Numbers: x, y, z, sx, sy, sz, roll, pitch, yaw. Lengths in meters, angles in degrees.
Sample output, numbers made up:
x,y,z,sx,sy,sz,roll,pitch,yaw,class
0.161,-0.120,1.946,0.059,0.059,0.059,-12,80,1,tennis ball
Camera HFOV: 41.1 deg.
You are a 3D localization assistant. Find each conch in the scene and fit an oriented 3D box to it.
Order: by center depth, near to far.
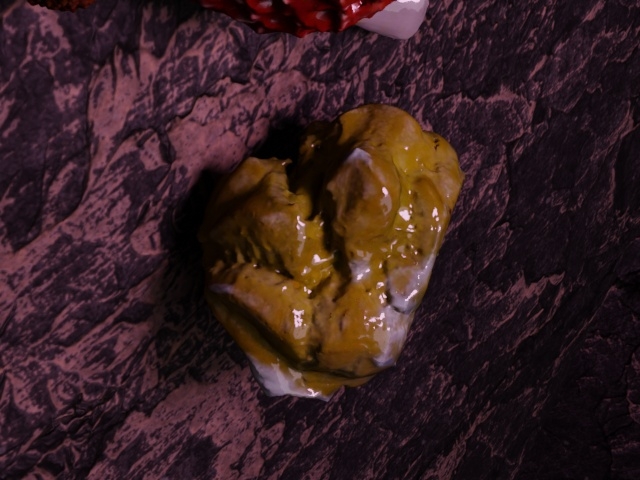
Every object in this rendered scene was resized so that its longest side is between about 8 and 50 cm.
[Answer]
x,y,z,sx,sy,sz,roll,pitch,yaw,class
0.065,-0.302,1.036,0.176,0.094,0.104,4,130,-24,conch

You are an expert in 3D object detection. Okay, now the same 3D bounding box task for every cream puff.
x,y,z,sx,sy,sz,roll,pitch,yaw,class
0.000,0.000,1.033,0.378,0.275,0.379,23,90,-85,cream puff

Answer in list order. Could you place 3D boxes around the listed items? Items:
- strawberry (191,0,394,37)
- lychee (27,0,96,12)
x,y,z,sx,sy,sz,roll,pitch,yaw,class
0.033,-0.307,0.729,0.317,0.345,0.295,-27,134,-38,strawberry
-0.204,-0.245,0.676,0.123,0.123,0.129,-24,133,-40,lychee
